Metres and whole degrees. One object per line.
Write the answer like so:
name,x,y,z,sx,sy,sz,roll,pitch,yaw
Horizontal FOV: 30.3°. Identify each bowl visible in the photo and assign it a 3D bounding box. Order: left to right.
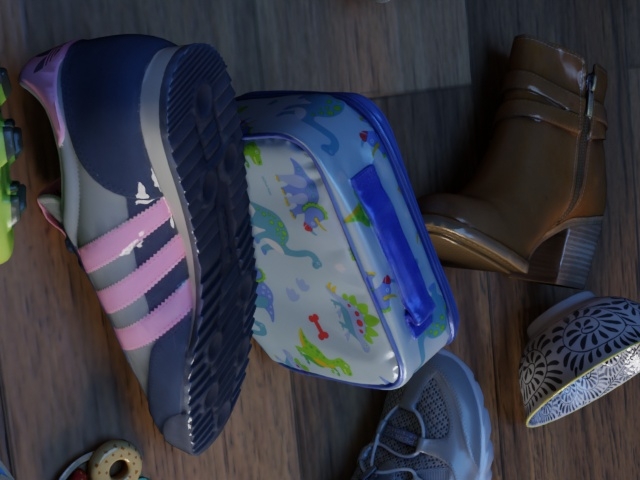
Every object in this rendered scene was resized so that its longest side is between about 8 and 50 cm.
bowl,0.249,0.101,1.126,0.170,0.170,0.080,-9,60,-41

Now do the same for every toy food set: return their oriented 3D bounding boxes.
toy food set,-0.153,0.188,0.834,0.083,0.020,0.082,-34,114,-36

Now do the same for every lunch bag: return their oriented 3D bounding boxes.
lunch bag,0.000,0.000,0.857,0.090,0.176,0.219,-39,116,-33

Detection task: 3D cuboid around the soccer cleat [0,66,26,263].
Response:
soccer cleat,-0.258,-0.114,0.700,0.121,0.093,0.289,-18,111,-9

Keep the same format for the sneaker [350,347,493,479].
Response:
sneaker,0.059,0.221,0.968,0.115,0.105,0.281,19,80,-41

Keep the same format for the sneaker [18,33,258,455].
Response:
sneaker,-0.122,0.006,0.811,0.112,0.131,0.319,-52,147,-53

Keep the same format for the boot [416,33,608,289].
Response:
boot,0.177,-0.078,1.053,0.283,0.109,0.220,11,87,-44

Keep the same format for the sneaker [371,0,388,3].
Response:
sneaker,0.085,-0.261,0.977,0.331,0.122,0.146,9,104,-43

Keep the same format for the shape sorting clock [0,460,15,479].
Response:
shape sorting clock,-0.250,0.198,0.698,0.206,0.040,0.206,23,57,-40
